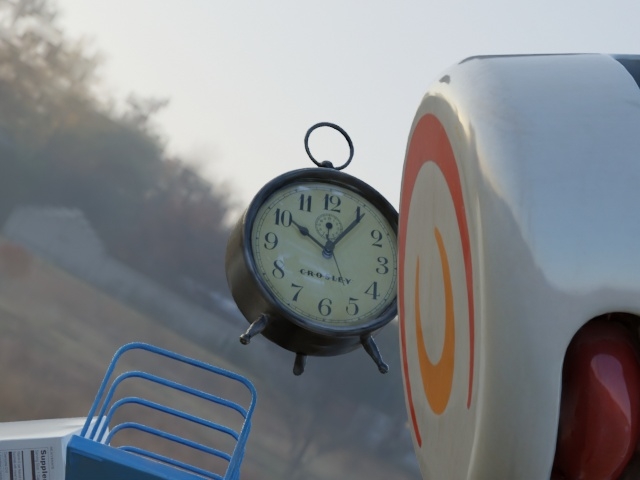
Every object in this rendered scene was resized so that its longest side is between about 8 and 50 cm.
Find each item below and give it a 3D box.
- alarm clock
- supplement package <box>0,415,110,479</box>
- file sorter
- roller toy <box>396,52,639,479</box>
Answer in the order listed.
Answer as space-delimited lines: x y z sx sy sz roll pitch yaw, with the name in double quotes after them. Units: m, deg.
0.000 0.000 1.158 0.129 0.192 0.064 14 -27 -15 "alarm clock"
-0.366 0.298 1.709 0.263 0.198 0.199 -4 -1 5 "supplement package"
-0.118 0.172 1.217 0.118 0.104 0.170 19 -37 3 "file sorter"
0.116 0.024 0.639 0.146 0.209 0.191 -2 -14 -7 "roller toy"
